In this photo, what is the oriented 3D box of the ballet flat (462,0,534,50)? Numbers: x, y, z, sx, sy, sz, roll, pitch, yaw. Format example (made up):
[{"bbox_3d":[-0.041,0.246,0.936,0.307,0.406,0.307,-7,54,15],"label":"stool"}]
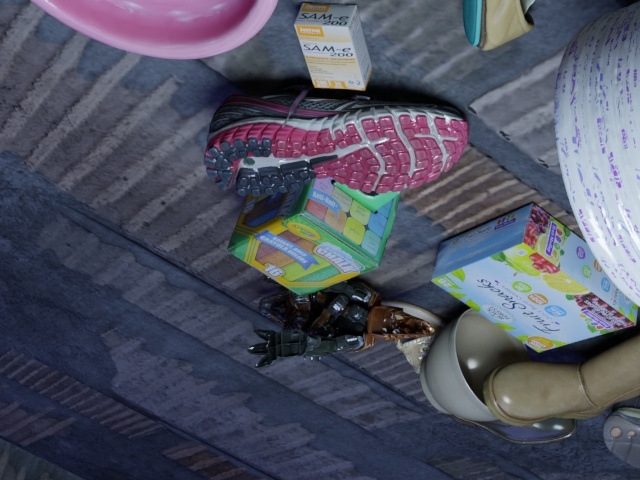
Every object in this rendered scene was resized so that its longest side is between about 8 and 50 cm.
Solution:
[{"bbox_3d":[0.163,-0.268,0.985,0.073,0.080,0.232,-14,148,0],"label":"ballet flat"}]

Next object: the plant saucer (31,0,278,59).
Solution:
[{"bbox_3d":[-0.187,-0.319,1.070,0.332,0.084,0.332,14,149,8],"label":"plant saucer"}]

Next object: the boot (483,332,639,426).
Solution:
[{"bbox_3d":[0.382,0.163,1.452,0.236,0.089,0.269,2,155,-35],"label":"boot"}]

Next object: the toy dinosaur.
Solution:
[{"bbox_3d":[0.022,0.098,1.568,0.322,0.164,0.218,-23,156,40],"label":"toy dinosaur"}]

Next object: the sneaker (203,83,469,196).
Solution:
[{"bbox_3d":[0.018,-0.130,1.242,0.299,0.112,0.120,0,140,4],"label":"sneaker"}]

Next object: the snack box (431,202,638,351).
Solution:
[{"bbox_3d":[0.279,0.054,1.420,0.207,0.070,0.174,35,146,-23],"label":"snack box"}]

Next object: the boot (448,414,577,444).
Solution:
[{"bbox_3d":[0.293,0.263,1.736,0.219,0.082,0.106,7,150,23],"label":"boot"}]

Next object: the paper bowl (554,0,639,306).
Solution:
[{"bbox_3d":[0.342,-0.081,0.955,0.148,0.284,0.284,-15,135,43],"label":"paper bowl"}]

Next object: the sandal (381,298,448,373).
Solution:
[{"bbox_3d":[0.171,0.169,1.655,0.240,0.079,0.088,24,149,-8],"label":"sandal"}]

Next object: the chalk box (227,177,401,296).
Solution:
[{"bbox_3d":[0.008,-0.035,1.368,0.132,0.132,0.213,34,147,-24],"label":"chalk box"}]

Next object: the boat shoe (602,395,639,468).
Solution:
[{"bbox_3d":[0.588,0.301,1.588,0.355,0.130,0.132,28,146,-3],"label":"boat shoe"}]

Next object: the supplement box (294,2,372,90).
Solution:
[{"bbox_3d":[0.015,-0.208,1.180,0.062,0.036,0.098,6,147,20],"label":"supplement box"}]

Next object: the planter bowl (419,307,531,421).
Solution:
[{"bbox_3d":[0.212,0.189,1.568,0.162,0.162,0.109,34,137,-23],"label":"planter bowl"}]
